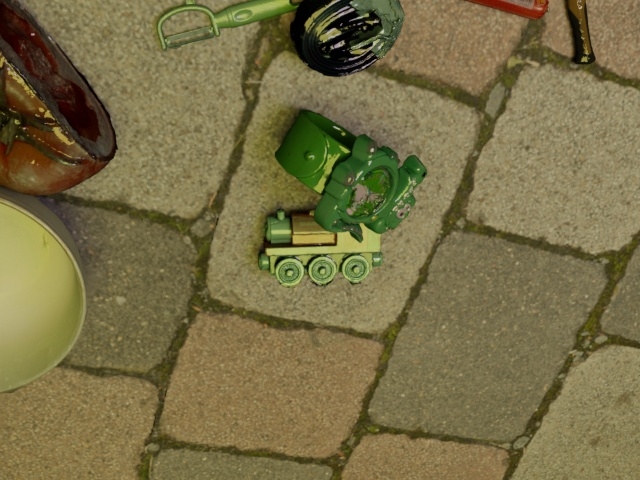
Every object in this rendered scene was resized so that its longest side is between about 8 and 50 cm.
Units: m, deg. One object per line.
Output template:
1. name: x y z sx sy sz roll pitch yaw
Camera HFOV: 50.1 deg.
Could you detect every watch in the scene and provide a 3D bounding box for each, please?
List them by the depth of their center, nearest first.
1. watch: 0.027 -0.088 0.871 0.165 0.152 0.131 10 117 -49

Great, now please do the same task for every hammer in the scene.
1. hammer: 0.330 -0.322 0.880 0.078 0.021 0.201 -25 119 1

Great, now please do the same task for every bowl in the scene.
1. bowl: -0.422 0.038 0.832 0.277 0.145 0.277 -6 119 -11

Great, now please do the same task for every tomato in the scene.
1. tomato: -0.344 -0.141 0.743 0.155 0.180 0.214 -29 116 11

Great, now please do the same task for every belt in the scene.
1. belt: 0.032 -0.255 0.821 0.140 0.058 0.105 -28 130 -1

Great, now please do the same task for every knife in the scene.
1. knife: -0.093 -0.279 0.814 0.212 0.015 0.054 -16 117 -3

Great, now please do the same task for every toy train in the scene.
1. toy train: 0.000 0.000 0.950 0.176 0.074 0.118 -1 107 -7

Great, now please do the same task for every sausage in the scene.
1. sausage: 0.234 -0.305 0.861 0.130 0.034 0.034 8 115 -16
